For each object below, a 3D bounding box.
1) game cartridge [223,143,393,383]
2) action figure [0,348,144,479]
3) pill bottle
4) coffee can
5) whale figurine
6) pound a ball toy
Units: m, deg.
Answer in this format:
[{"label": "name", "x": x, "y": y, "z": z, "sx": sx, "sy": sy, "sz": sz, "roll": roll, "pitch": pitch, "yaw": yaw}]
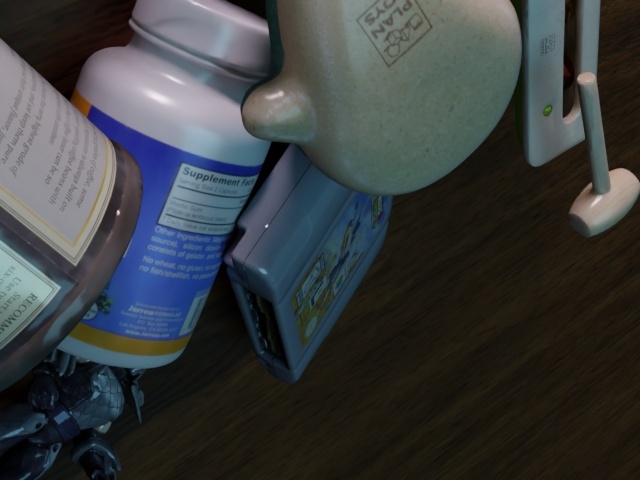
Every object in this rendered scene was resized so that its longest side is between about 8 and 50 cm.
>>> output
[{"label": "game cartridge", "x": 0.000, "y": 0.000, "z": 0.912, "sx": 0.198, "sy": 0.062, "sz": 0.297, "roll": -53, "pitch": 164, "yaw": -18}, {"label": "action figure", "x": -0.242, "y": 0.167, "z": 0.876, "sx": 0.285, "sy": 0.099, "sz": 0.185, "roll": -36, "pitch": 132, "yaw": -23}, {"label": "pill bottle", "x": -0.128, "y": -0.053, "z": 0.781, "sx": 0.152, "sy": 0.152, "sz": 0.272, "roll": 7, "pitch": 112, "yaw": -46}, {"label": "coffee can", "x": -0.264, "y": -0.061, "z": 0.566, "sx": 0.201, "sy": 0.201, "sz": 0.275, "roll": -48, "pitch": 126, "yaw": -6}, {"label": "whale figurine", "x": 0.019, "y": -0.156, "z": 0.689, "sx": 0.216, "sy": 0.141, "sz": 0.272, "roll": -44, "pitch": 131, "yaw": -2}, {"label": "pound a ball toy", "x": 0.232, "y": -0.189, "z": 0.978, "sx": 0.136, "sy": 0.208, "sz": 0.319, "roll": -32, "pitch": 135, "yaw": -22}]
